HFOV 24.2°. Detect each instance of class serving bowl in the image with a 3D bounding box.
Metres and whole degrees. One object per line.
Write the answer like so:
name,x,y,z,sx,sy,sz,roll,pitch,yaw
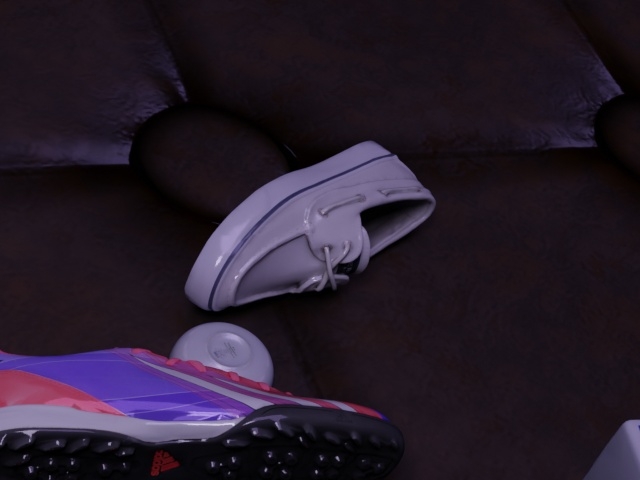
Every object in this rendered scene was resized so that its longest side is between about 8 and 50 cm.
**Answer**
serving bowl,-0.074,0.093,1.152,0.083,0.027,0.083,11,44,-11

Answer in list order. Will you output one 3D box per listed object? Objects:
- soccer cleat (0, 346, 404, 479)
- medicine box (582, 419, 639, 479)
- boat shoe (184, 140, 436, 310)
soccer cleat,-0.095,0.123,1.059,0.318,0.109,0.116,3,42,-17
medicine box,0.349,0.276,1.056,0.289,0.149,0.263,5,45,-20
boat shoe,0.000,0.000,1.235,0.088,0.096,0.267,36,35,21
